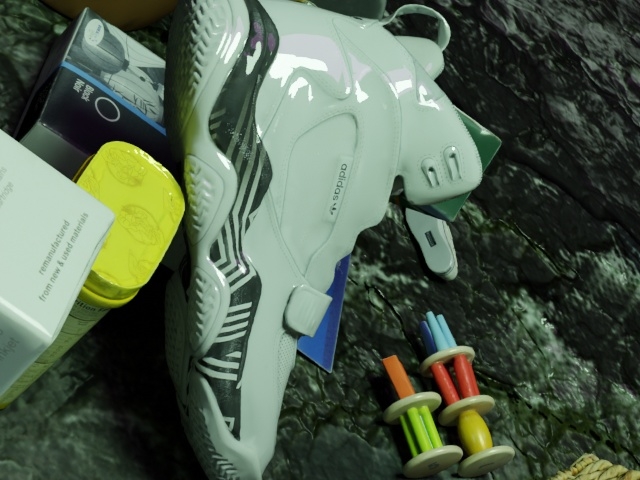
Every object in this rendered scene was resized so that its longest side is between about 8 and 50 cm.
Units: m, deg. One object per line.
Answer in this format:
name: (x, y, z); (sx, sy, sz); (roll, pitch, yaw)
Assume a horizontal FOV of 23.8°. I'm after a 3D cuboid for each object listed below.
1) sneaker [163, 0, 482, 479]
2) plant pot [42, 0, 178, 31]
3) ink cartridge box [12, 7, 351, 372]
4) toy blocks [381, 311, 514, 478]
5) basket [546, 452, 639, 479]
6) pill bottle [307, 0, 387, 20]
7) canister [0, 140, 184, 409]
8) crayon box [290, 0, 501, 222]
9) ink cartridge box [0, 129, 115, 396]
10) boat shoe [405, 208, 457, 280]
sneaker: (0.000, 0.000, 1.086); (0.210, 0.137, 0.365); (-3, 99, -15)
plant pot: (-0.163, -0.322, 1.325); (0.291, 0.203, 0.291); (28, 41, -27)
ink cartridge box: (-0.092, -0.041, 1.263); (0.333, 0.065, 0.165); (34, 37, -21)
toy blocks: (0.096, 0.128, 1.312); (0.123, 0.054, 0.148); (8, 52, -43)
basket: (0.210, 0.308, 1.065); (0.299, 0.223, 0.213); (-17, 113, -51)
pill bottle: (-0.004, -0.244, 1.424); (0.123, 0.123, 0.219); (36, 10, -17)
canister: (-0.177, 0.027, 1.013); (0.073, 0.170, 0.126); (39, 36, -14)
crayon box: (-0.005, -0.120, 1.308); (0.203, 0.083, 0.323); (33, -2, -21)
ink cartridge box: (-0.309, -0.007, 0.857); (0.306, 0.226, 0.131); (36, 36, -16)
boat shoe: (0.111, -0.004, 1.476); (0.035, 0.035, 0.100); (47, 19, -55)
